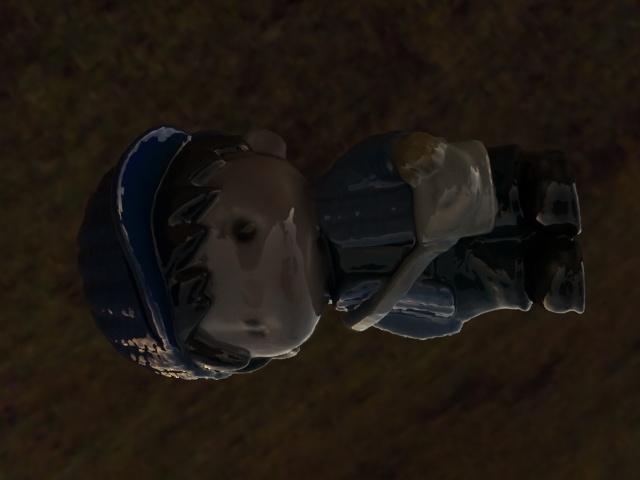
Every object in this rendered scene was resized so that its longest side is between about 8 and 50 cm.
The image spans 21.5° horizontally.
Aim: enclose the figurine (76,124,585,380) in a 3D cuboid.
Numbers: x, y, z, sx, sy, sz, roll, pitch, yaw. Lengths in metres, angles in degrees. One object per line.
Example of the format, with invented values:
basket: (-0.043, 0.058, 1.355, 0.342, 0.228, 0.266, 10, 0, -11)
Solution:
figurine: (0.001, -0.003, 0.462, 0.136, 0.077, 0.079, -8, -162, -4)
